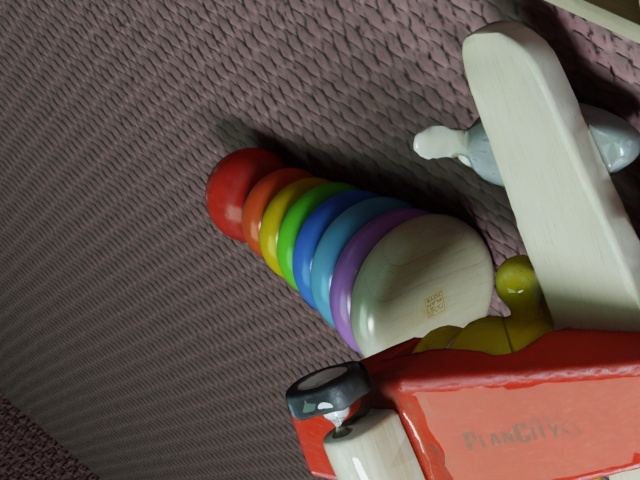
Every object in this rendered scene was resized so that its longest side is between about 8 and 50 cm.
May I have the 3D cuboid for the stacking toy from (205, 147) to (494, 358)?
[{"bbox_3d":[0.000,0.000,1.603,0.330,0.141,0.141,29,154,49],"label":"stacking toy"}]

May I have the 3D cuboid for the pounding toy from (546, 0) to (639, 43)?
[{"bbox_3d":[0.175,-0.194,0.887,0.206,0.094,0.181,36,149,49],"label":"pounding toy"}]

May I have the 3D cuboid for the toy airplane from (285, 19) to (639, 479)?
[{"bbox_3d":[0.198,0.086,1.241,0.384,0.272,0.386,30,120,13],"label":"toy airplane"}]
